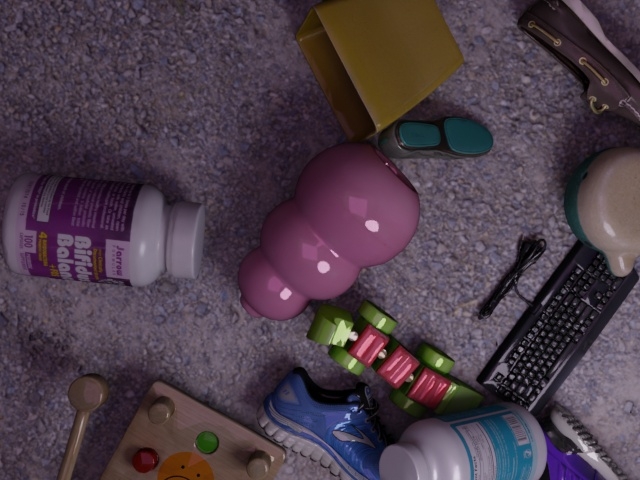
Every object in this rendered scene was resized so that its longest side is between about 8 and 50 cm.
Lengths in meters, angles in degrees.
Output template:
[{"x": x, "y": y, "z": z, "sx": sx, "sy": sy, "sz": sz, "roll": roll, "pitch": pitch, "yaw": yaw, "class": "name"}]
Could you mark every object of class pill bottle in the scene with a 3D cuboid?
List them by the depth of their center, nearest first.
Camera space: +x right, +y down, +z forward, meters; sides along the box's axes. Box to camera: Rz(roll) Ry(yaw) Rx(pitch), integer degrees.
[{"x": 0.221, "y": 0.344, "z": 1.738, "sx": 0.264, "sy": 0.146, "sz": 0.146, "roll": -4, "pitch": 94, "yaw": -36, "class": "pill bottle"}, {"x": -0.344, "y": -0.013, "z": 1.778, "sx": 0.302, "sy": 0.169, "sz": 0.169, "roll": 5, "pitch": 93, "yaw": 2, "class": "pill bottle"}]

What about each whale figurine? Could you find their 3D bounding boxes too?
[{"x": 0.512, "y": -0.039, "z": 1.794, "sx": 0.272, "sy": 0.141, "sz": 0.216, "roll": 30, "pitch": 80, "yaw": -24, "class": "whale figurine"}]

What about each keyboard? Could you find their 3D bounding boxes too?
[{"x": 0.371, "y": 0.121, "z": 1.841, "sx": 0.201, "sy": 0.033, "sz": 0.317, "roll": 35, "pitch": 92, "yaw": -1, "class": "keyboard"}]

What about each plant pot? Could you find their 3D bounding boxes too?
[{"x": 0.101, "y": -0.294, "z": 1.747, "sx": 0.187, "sy": 0.212, "sz": 0.212, "roll": -28, "pitch": 92, "yaw": -9, "class": "plant pot"}]

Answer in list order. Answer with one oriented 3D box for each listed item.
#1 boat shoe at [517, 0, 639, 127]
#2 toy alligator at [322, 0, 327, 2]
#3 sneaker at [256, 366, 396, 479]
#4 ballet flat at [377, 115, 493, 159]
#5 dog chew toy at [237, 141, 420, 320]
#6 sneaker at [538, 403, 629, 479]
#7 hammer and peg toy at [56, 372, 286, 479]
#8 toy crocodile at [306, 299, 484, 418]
[{"x": 0.454, "y": -0.266, "z": 1.779, "sx": 0.097, "sy": 0.116, "sz": 0.324, "roll": -41, "pitch": 88, "yaw": 7, "class": "boat shoe"}, {"x": 0.088, "y": -0.428, "z": 1.809, "sx": 0.190, "sy": 0.051, "sz": 0.056, "roll": -20, "pitch": 126, "yaw": -5, "class": "toy alligator"}, {"x": 0.065, "y": 0.319, "z": 1.809, "sx": 0.330, "sy": 0.130, "sz": 0.147, "roll": 30, "pitch": 96, "yaw": 0, "class": "sneaker"}, {"x": 0.185, "y": -0.165, "z": 1.797, "sx": 0.213, "sy": 0.068, "sz": 0.072, "roll": -1, "pitch": 77, "yaw": -34, "class": "ballet flat"}, {"x": 0.000, "y": 0.000, "z": 1.764, "sx": 0.332, "sy": 0.206, "sz": 0.206, "roll": -44, "pitch": 91, "yaw": 11, "class": "dog chew toy"}, {"x": 0.434, "y": 0.424, "z": 1.800, "sx": 0.146, "sy": 0.102, "sz": 0.293, "roll": -43, "pitch": 66, "yaw": 12, "class": "sneaker"}, {"x": -0.272, "y": 0.374, "z": 1.820, "sx": 0.361, "sy": 0.127, "sz": 0.266, "roll": 28, "pitch": 95, "yaw": 0, "class": "hammer and peg toy"}, {"x": 0.125, "y": 0.202, "z": 1.791, "sx": 0.341, "sy": 0.105, "sz": 0.115, "roll": 35, "pitch": 94, "yaw": -18, "class": "toy crocodile"}]
